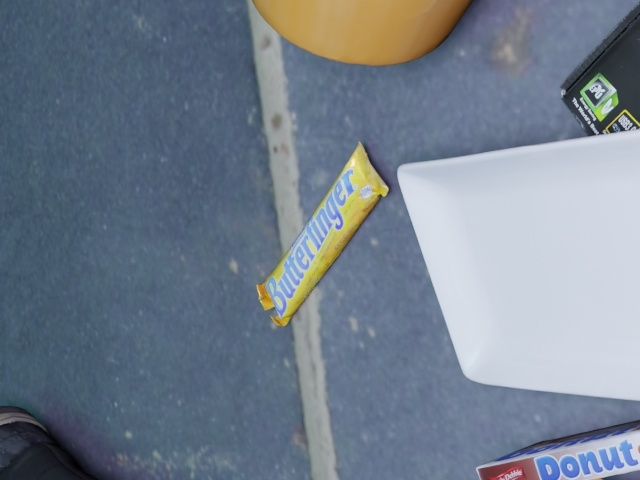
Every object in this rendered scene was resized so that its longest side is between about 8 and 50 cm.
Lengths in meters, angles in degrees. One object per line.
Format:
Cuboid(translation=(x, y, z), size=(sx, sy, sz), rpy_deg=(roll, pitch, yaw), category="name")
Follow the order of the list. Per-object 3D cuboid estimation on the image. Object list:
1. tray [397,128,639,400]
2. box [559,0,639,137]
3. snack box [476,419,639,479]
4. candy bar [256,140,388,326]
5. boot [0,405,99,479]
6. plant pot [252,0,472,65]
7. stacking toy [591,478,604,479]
Cuboid(translation=(0.141, 0.013, 0.777), size=(0.270, 0.030, 0.145), rpy_deg=(-3, 109, 61), category="tray")
Cuboid(translation=(0.230, -0.059, 0.694), size=(0.191, 0.045, 0.184), rpy_deg=(58, 137, 16), category="box")
Cuboid(translation=(0.170, 0.112, 0.787), size=(0.178, 0.064, 0.022), rpy_deg=(-23, 82, 48), category="snack box")
Cuboid(translation=(0.000, 0.000, 0.989), size=(0.040, 0.018, 0.161), rpy_deg=(57, 133, 24), category="candy bar")
Cuboid(translation=(-0.212, 0.352, 1.217), size=(0.284, 0.138, 0.377), rpy_deg=(14, 103, 46), category="boot")
Cuboid(translation=(0.036, -0.206, 0.790), size=(0.205, 0.205, 0.188), rpy_deg=(51, 147, 28), category="plant pot")
Cuboid(translation=(0.084, 0.227, 0.868), size=(0.302, 0.166, 0.175), rpy_deg=(-35, 70, 30), category="stacking toy")
